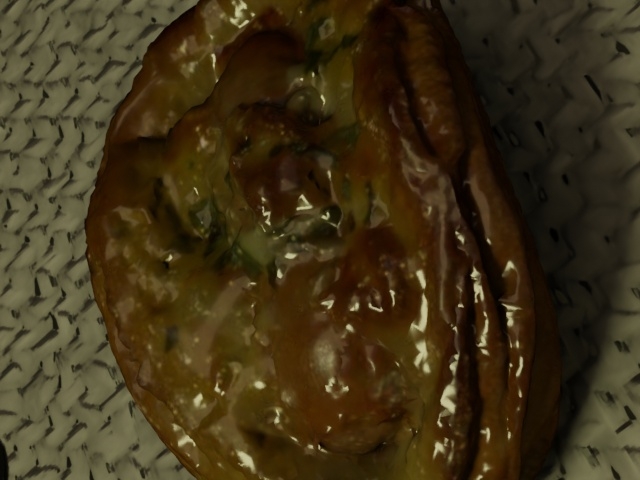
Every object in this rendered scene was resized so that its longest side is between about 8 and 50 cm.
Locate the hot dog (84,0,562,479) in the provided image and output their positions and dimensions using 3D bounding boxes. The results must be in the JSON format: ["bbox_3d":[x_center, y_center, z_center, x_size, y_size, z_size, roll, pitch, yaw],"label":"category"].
[{"bbox_3d":[0.000,0.000,0.710,0.196,0.122,0.272,-34,50,25],"label":"hot dog"}]

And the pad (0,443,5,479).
[{"bbox_3d":[-0.304,0.236,0.933,0.375,0.063,0.315,-49,45,-2],"label":"pad"}]
